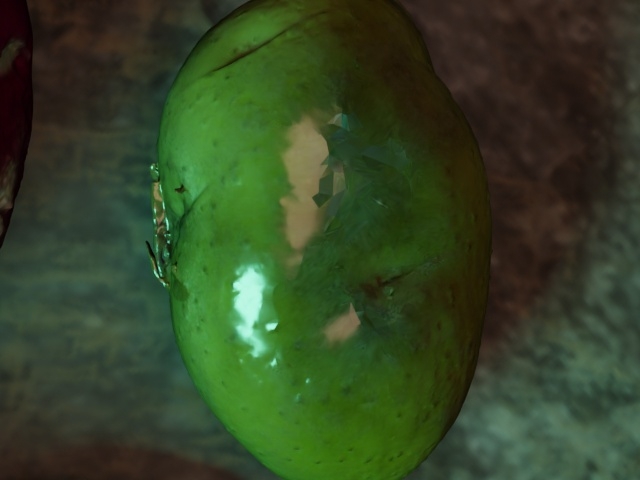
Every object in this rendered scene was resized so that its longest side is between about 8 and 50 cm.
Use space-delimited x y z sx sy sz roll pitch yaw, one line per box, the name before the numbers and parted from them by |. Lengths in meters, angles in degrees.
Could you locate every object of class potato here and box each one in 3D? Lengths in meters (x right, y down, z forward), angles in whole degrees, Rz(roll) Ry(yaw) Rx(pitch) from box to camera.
potato | 0.000 0.000 0.958 0.169 0.143 0.248 -12 102 -17

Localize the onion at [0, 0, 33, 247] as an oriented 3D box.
onion | -0.305 -0.087 0.743 0.398 0.420 0.398 1 81 -8
